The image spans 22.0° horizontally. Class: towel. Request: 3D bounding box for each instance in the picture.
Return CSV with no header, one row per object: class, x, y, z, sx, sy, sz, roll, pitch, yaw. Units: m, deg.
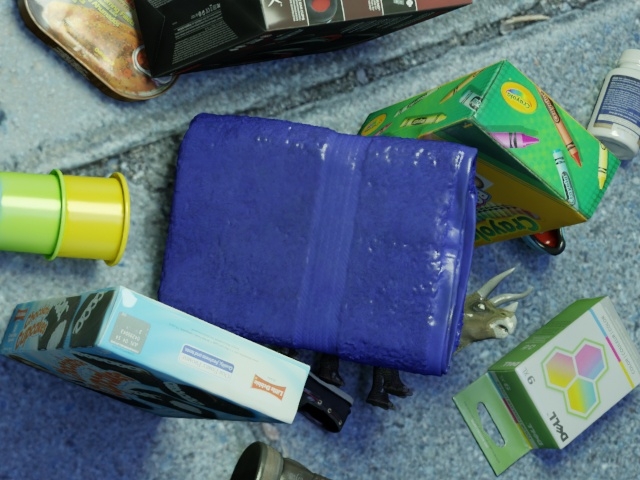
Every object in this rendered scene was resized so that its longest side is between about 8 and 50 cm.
towel,0.000,0.000,1.641,0.308,0.076,0.227,9,90,16

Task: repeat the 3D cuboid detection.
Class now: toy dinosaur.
toy dinosaur,0.049,0.077,1.747,0.314,0.121,0.160,19,71,9

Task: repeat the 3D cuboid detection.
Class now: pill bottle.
pill bottle,0.358,-0.161,1.937,0.067,0.067,0.120,28,73,-21

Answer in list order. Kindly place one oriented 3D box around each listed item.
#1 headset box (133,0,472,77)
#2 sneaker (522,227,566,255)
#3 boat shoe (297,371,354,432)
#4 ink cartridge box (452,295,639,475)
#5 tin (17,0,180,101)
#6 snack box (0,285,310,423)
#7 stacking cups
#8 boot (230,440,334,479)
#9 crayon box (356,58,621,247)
headset box,-0.008,-0.253,1.666,0.293,0.218,0.110,-13,91,-37
sneaker,0.233,-0.050,1.843,0.063,0.073,0.162,-36,110,3
boat shoe,-0.024,0.158,1.725,0.133,0.049,0.042,33,63,-24
ink cartridge box,0.262,0.163,1.858,0.209,0.062,0.109,-34,100,-25
tin,-0.222,-0.221,1.677,0.190,0.040,0.106,41,73,-17
snack box,-0.162,0.109,1.510,0.187,0.322,0.060,25,76,-21
stacking cups,-0.344,-0.025,1.567,0.316,0.096,0.096,2,84,-24
boot,-0.001,0.346,1.694,0.229,0.091,0.263,25,72,-21
crayon box,0.158,-0.080,1.712,0.165,0.278,0.081,39,67,-17
